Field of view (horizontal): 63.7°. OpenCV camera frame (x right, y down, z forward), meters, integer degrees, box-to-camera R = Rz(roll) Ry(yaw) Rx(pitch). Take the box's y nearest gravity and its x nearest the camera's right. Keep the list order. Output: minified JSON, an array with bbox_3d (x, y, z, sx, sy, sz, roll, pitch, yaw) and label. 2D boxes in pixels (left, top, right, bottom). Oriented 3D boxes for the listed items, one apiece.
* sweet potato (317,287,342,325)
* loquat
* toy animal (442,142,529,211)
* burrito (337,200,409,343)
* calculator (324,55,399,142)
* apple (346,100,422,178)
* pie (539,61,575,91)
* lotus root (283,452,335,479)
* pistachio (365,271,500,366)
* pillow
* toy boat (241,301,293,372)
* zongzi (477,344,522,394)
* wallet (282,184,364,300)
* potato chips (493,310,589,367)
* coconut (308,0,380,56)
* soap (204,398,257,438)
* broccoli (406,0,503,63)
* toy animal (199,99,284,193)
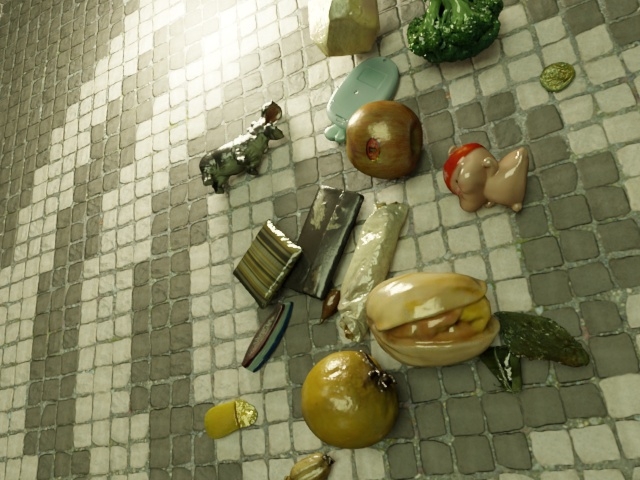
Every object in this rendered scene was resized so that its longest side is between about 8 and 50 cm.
[{"bbox_3d":[0.023,0.179,1.394,0.049,0.049,0.117,28,84,31],"label":"sweet potato"},{"bbox_3d":[0.073,0.369,1.208,0.243,0.244,0.244,-9,70,25],"label":"loquat"},{"bbox_3d":[0.396,-0.156,1.248,0.197,0.171,0.171,10,79,27],"label":"toy animal"},{"bbox_3d":[0.127,0.072,1.363,0.117,0.076,0.392,13,78,36],"label":"burrito"},{"bbox_3d":[0.117,-0.421,1.544,0.185,0.041,0.299,38,92,31],"label":"calculator"},{"bbox_3d":[0.169,-0.265,1.373,0.187,0.211,0.211,4,76,26],"label":"apple"},{"bbox_3d":[0.599,-0.415,1.303,0.084,0.021,0.084,-10,70,29],"label":"pie"},{"bbox_3d":[-0.029,0.579,1.286,0.152,0.063,0.072,-29,90,10],"label":"lotus root"},{"bbox_3d":[0.243,0.175,1.191,0.308,0.230,0.230,-14,68,28],"label":"pistachio"},{"bbox_3d":[-0.158,0.064,1.512,0.212,0.052,0.208,-57,43,8],"label":"pillow"},{"bbox_3d":[-0.151,0.267,1.463,0.080,0.046,0.229,35,94,36],"label":"toy boat"},{"bbox_3d":[0.394,0.293,1.166,0.119,0.055,0.109,-12,69,36],"label":"zongzi"},{"bbox_3d":[0.000,0.000,1.457,0.170,0.044,0.321,15,81,42],"label":"wallet"},{"bbox_3d":[0.475,0.217,1.130,0.142,0.026,0.209,-27,47,-18],"label":"potato chips"},{"bbox_3d":[0.075,-0.668,1.534,0.197,0.237,0.237,-14,60,-22],"label":"coconut"},{"bbox_3d":[-0.257,0.496,1.448,0.168,0.033,0.089,-29,65,16],"label":"soap"},{"bbox_3d":[0.342,-0.596,1.355,0.270,0.270,0.270,-22,37,18],"label":"broccoli"},{"bbox_3d":[-0.237,-0.291,1.654,0.343,0.106,0.168,-39,53,4],"label":"toy animal"}]
